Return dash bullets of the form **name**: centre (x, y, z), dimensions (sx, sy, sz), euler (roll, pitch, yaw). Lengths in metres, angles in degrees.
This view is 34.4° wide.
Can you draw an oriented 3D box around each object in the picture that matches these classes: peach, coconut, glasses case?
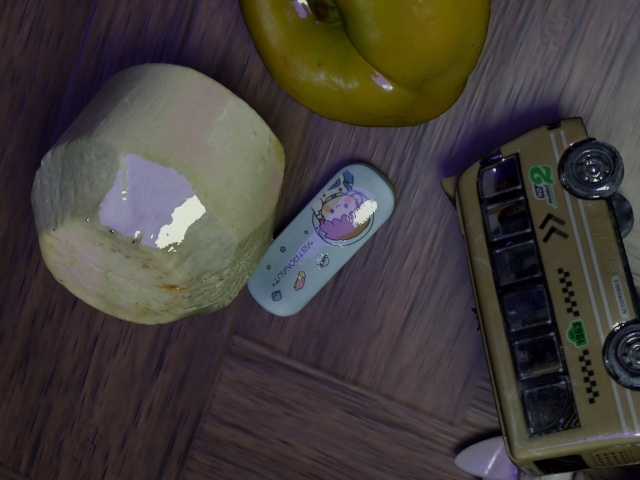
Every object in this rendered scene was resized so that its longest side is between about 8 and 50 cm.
- **peach**: centre (0.036, -0.213, 0.883), dimensions (0.251, 0.153, 0.251), euler (31, 143, 27)
- **coconut**: centre (-0.140, -0.048, 0.951), dimensions (0.241, 0.241, 0.241), euler (2, 100, 10)
- **glasses case**: centre (0.000, 0.000, 1.016), dimensions (0.067, 0.045, 0.178), euler (43, 104, 0)

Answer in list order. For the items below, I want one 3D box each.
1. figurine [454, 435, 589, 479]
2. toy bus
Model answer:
- **figurine**: centre (0.227, 0.246, 0.964), dimensions (0.103, 0.205, 0.260), euler (12, 107, -32)
- **toy bus**: centre (0.206, 0.050, 0.889), dimensions (0.157, 0.139, 0.289), euler (-14, 68, 15)
